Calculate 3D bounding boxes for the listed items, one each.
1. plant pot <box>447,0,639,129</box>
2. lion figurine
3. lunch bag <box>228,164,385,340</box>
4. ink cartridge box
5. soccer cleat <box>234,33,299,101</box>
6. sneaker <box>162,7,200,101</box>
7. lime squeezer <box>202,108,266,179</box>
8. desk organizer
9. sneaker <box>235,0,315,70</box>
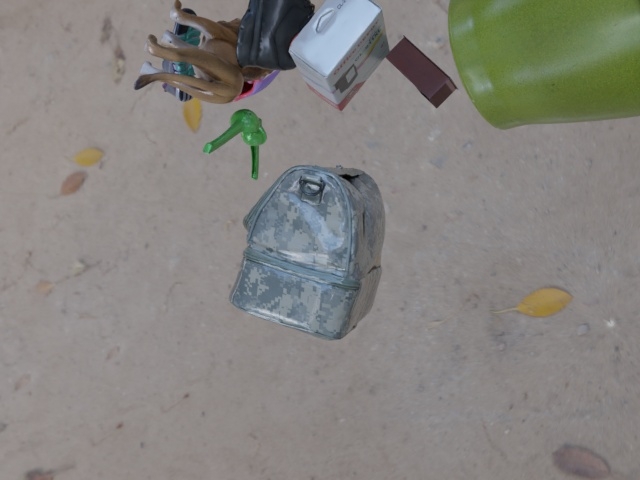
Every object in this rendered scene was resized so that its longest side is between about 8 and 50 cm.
[{"bbox_3d":[0.394,-0.325,1.140,0.352,0.366,0.367,-15,79,36],"label":"plant pot"},{"bbox_3d":[-0.192,-0.330,1.442,0.240,0.392,0.142,24,128,-11],"label":"lion figurine"},{"bbox_3d":[0.000,0.000,1.292,0.212,0.305,0.256,19,98,13],"label":"lunch bag"},{"bbox_3d":[0.032,-0.280,1.140,0.072,0.175,0.127,39,91,10],"label":"ink cartridge box"},{"bbox_3d":[-0.124,-0.414,1.733,0.108,0.318,0.116,43,60,-6],"label":"soccer cleat"},{"bbox_3d":[-0.351,-0.452,1.865,0.098,0.083,0.224,25,120,32],"label":"sneaker"},{"bbox_3d":[-0.140,-0.188,1.476,0.058,0.310,0.110,8,87,11],"label":"lime squeezer"},{"bbox_3d":[0.174,-0.293,1.344,0.050,0.047,0.130,-44,61,9],"label":"desk organizer"},{"bbox_3d":[-0.064,-0.431,1.336,0.130,0.109,0.286,11,117,-5],"label":"sneaker"}]
